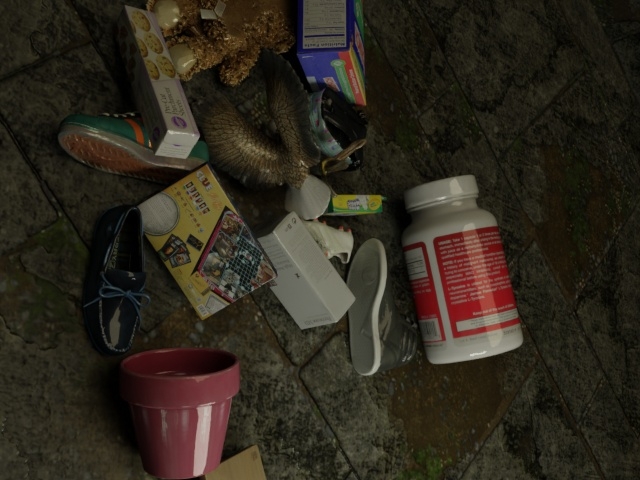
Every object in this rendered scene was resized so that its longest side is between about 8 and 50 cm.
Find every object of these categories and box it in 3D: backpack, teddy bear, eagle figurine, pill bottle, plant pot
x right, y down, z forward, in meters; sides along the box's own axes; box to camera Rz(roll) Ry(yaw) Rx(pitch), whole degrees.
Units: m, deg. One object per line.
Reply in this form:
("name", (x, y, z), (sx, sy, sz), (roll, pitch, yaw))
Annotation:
("backpack", (0.020, -0.245, 1.815), (0.182, 0.115, 0.152), (41, 42, -45))
("teddy bear", (-0.201, -0.434, 1.687), (0.245, 0.113, 0.338), (51, 56, -11))
("eagle figurine", (-0.087, -0.201, 1.659), (0.298, 0.225, 0.226), (40, 74, -42))
("pill bottle", (0.317, 0.066, 1.937), (0.229, 0.229, 0.408), (-7, 84, -45))
("plant pot", (-0.232, 0.287, 1.387), (0.201, 0.201, 0.180), (-6, 98, -45))

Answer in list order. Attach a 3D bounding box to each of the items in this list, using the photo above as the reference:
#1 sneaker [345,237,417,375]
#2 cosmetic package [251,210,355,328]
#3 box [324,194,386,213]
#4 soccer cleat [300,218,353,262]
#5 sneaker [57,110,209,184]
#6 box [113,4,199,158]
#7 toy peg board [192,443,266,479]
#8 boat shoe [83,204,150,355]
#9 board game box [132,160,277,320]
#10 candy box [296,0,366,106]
("sneaker", (0.141, 0.148, 1.840), (0.147, 0.104, 0.296), (9, 78, -44))
("cosmetic package", (-0.046, 0.063, 1.670), (0.231, 0.117, 0.085), (55, 48, -16))
("box", (0.053, -0.075, 1.810), (0.179, 0.105, 0.043), (-5, 90, -45))
("soccer cleat", (0.000, 0.000, 1.769), (0.196, 0.068, 0.076), (14, 72, -44))
("sneaker", (-0.329, -0.185, 1.485), (0.302, 0.108, 0.121), (15, 63, -45))
("box", (-0.294, -0.285, 1.473), (0.067, 0.063, 0.324), (4, 49, -37))
("toy peg board", (-0.167, 0.467, 1.480), (0.160, 0.079, 0.161), (-11, 86, -61))
("boat shoe", (-0.344, 0.062, 1.401), (0.109, 0.089, 0.258), (3, 76, -43))
("board game box", (-0.209, 0.002, 1.509), (0.243, 0.165, 0.042), (59, 3, -14))
("candy box", (0.027, -0.484, 1.806), (0.268, 0.122, 0.317), (59, 31, -73))
